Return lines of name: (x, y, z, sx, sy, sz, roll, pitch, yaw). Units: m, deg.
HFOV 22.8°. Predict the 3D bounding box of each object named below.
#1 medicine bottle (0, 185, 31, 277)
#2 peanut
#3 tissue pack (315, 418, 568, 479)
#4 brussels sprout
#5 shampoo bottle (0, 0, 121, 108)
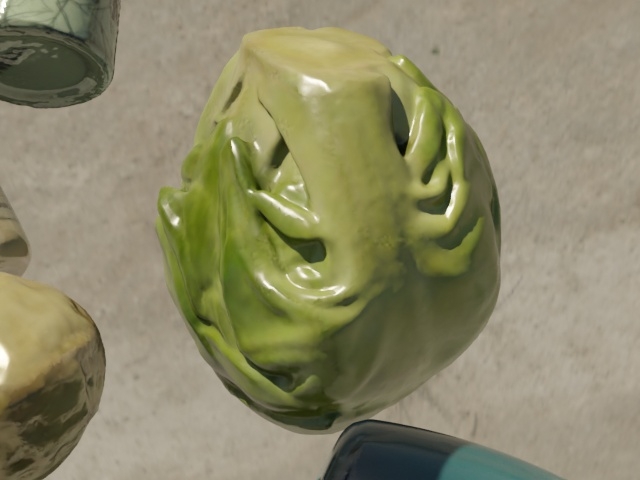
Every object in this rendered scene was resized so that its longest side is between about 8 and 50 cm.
medicine bottle: (-0.318, -0.068, 1.189, 0.114, 0.114, 0.252, -27, 77, -10)
peanut: (-0.194, 0.074, 0.746, 0.257, 0.123, 0.123, -17, 56, 40)
tissue pack: (0.044, 0.243, 0.691, 0.206, 0.198, 0.287, 26, 64, 2)
brussels sprout: (0.000, 0.000, 1.271, 0.328, 0.328, 0.247, 48, 35, 21)
shampoo bottle: (-0.095, -0.154, 0.584, 0.065, 0.065, 0.204, 1, 68, 3)
